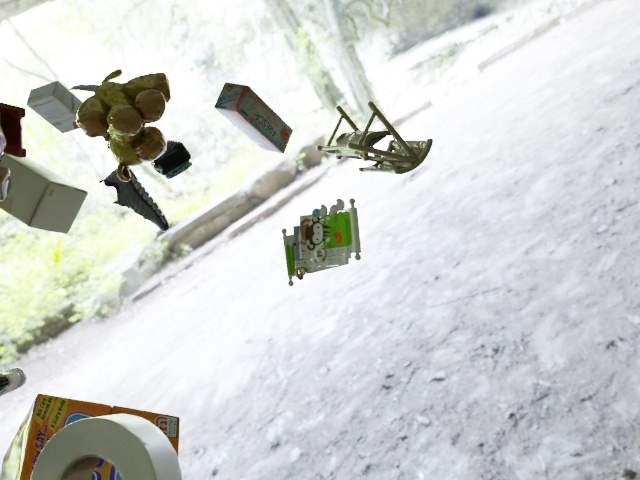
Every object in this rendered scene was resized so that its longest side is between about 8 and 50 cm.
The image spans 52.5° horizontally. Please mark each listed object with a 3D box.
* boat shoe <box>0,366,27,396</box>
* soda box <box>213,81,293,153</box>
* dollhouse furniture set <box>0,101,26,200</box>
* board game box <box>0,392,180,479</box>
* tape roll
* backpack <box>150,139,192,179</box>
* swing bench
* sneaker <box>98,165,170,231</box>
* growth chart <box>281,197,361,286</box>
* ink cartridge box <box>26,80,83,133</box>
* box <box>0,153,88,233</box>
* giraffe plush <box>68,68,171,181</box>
[{"bbox_3d":[-0.876,0.385,1.673,0.226,0.083,0.076,-29,-8,6],"label":"boat shoe"},{"bbox_3d":[-0.129,-0.240,1.284,0.063,0.183,0.058,16,78,32],"label":"soda box"},{"bbox_3d":[-0.650,-0.072,1.189,0.374,0.152,0.201,116,167,-47],"label":"dollhouse furniture set"},{"bbox_3d":[-0.580,0.640,1.577,0.356,0.356,0.356,-50,33,36],"label":"board game box"},{"bbox_3d":[-0.413,0.482,1.246,0.286,0.286,0.100,-30,-17,10],"label":"tape roll"},{"bbox_3d":[-0.414,-0.221,1.780,0.105,0.084,0.114,-37,33,-15],"label":"backpack"},{"bbox_3d":[0.168,-0.299,2.035,0.165,0.255,0.253,-64,23,-4],"label":"swing bench"},{"bbox_3d":[-0.519,-0.103,1.821,0.098,0.223,0.083,-36,12,-7],"label":"sneaker"},{"bbox_3d":[0.000,0.000,1.575,0.237,0.172,0.021,-20,-14,31],"label":"growth chart"},{"bbox_3d":[-0.903,-0.461,2.249,0.127,0.175,0.072,-10,59,21],"label":"ink cartridge box"},{"bbox_3d":[-0.742,-0.142,1.578,0.121,0.311,0.148,-63,-21,2],"label":"box"},{"bbox_3d":[-0.365,-0.209,1.234,0.210,0.170,0.181,19,50,32],"label":"giraffe plush"}]
